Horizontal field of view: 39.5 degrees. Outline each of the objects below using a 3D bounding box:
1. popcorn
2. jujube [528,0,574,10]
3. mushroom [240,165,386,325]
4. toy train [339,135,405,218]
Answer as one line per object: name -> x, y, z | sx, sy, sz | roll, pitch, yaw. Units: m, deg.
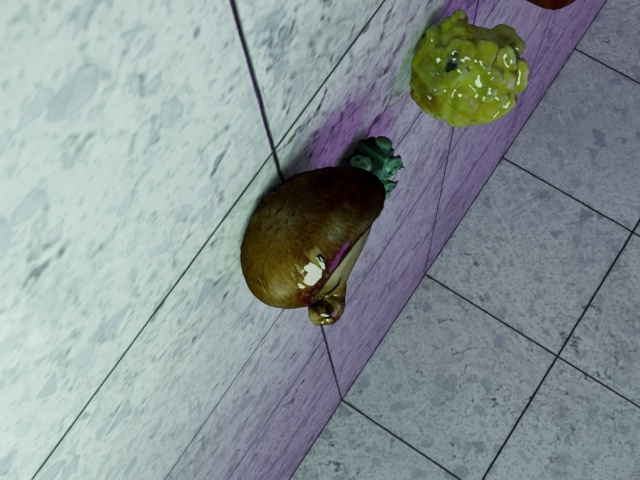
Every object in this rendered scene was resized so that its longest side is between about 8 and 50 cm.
popcorn -> 0.202, -0.238, 1.248 | 0.142, 0.173, 0.173 | -60, 170, -30
jujube -> 0.388, -0.490, 1.285 | 0.216, 0.216, 0.342 | -43, 173, -48
mushroom -> -0.014, -0.006, 1.050 | 0.231, 0.138, 0.194 | 115, -4, -79
toy train -> 0.054, -0.070, 1.268 | 0.111, 0.071, 0.170 | -37, 157, -40
